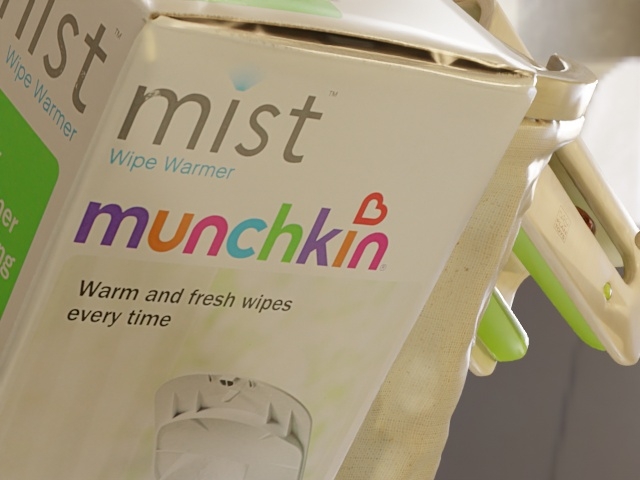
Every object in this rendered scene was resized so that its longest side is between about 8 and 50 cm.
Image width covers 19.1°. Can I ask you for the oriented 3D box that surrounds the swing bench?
[{"bbox_3d":[0.000,0.000,0.930,0.165,0.254,0.253,9,109,-41],"label":"swing bench"}]

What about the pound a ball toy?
[{"bbox_3d":[0.160,-0.027,1.254,0.319,0.208,0.136,50,46,-39],"label":"pound a ball toy"}]

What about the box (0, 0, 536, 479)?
[{"bbox_3d":[-0.095,-0.022,0.550,0.126,0.262,0.231,4,122,-39],"label":"box"}]
